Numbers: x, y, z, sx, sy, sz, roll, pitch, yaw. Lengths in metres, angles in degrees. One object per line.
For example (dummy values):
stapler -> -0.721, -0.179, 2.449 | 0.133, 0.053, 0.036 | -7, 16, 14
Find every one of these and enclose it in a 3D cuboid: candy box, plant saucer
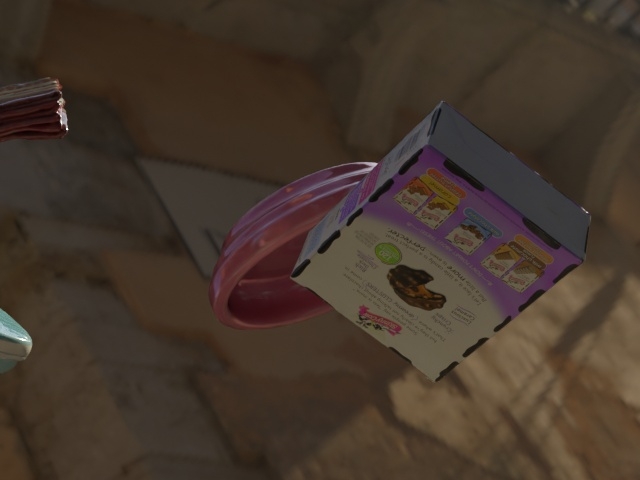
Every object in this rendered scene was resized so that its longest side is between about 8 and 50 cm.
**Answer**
candy box -> 0.099, 0.006, 1.388 | 0.165, 0.070, 0.196 | 36, -52, -13
plant saucer -> 0.000, 0.000, 2.162 | 0.332, 0.084, 0.332 | -23, -21, -9

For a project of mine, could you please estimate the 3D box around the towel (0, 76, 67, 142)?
towel -> -0.330, -0.093, 1.379 | 0.237, 0.037, 0.329 | -12, 10, -8

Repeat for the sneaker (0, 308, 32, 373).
sneaker -> -0.452, 0.132, 1.638 | 0.319, 0.127, 0.208 | 19, -76, -45
